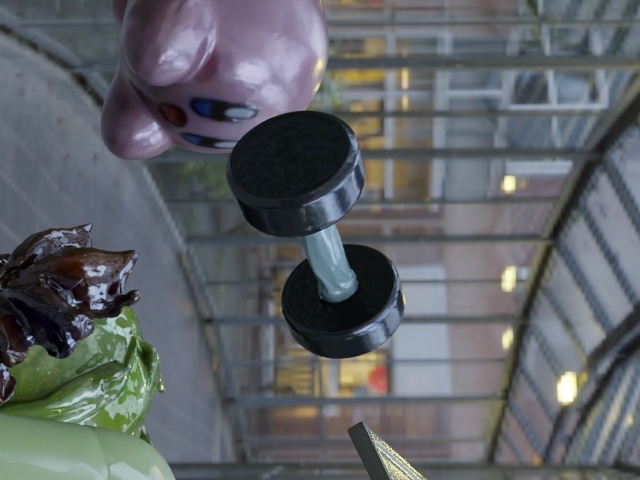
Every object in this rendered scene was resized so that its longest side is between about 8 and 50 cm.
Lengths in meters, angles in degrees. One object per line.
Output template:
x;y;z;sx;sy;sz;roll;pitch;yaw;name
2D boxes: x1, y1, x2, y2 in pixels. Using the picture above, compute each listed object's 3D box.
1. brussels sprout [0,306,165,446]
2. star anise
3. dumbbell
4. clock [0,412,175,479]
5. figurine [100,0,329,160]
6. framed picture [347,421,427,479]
-0.260;0.161;1.140;0.294;0.227;0.259;-112;-147;-53;brussels sprout
-0.187;0.047;0.739;0.168;0.168;0.057;-87;153;-61;star anise
0.000;0.000;0.930;0.191;0.100;0.100;71;15;-46;dumbbell
-0.163;0.243;0.458;0.348;0.117;0.286;-41;-137;46;clock
-0.096;-0.210;1.222;0.270;0.211;0.261;120;-25;-51;figurine
0.123;0.289;1.052;0.289;0.016;0.213;49;10;-53;framed picture
